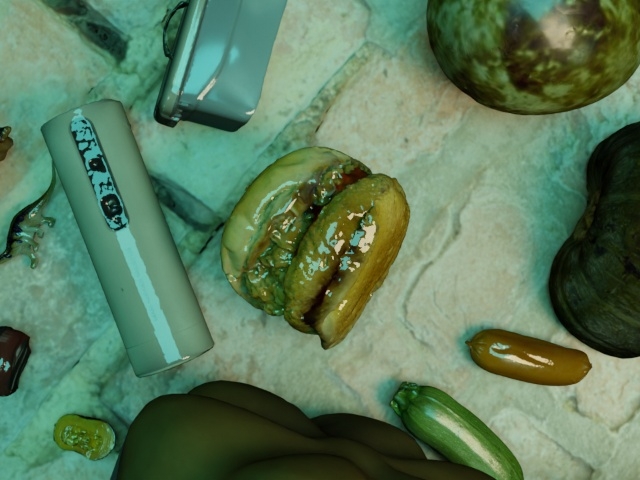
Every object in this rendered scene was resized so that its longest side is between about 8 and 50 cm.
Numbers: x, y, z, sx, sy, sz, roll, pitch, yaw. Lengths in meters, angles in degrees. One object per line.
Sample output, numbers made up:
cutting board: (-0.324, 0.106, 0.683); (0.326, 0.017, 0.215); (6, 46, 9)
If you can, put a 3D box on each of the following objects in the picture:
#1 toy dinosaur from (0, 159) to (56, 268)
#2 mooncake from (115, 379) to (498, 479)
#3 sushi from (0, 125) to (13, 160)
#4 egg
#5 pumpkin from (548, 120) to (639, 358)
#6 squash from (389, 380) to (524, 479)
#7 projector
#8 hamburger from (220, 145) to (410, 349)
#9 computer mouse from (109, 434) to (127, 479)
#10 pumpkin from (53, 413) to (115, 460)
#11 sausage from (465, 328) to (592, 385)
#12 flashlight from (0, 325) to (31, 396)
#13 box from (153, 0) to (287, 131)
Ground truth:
toy dinosaur: (-0.367, -0.012, 1.052); (0.058, 0.037, 0.180); (33, 86, -8)
mooncake: (-0.001, 0.329, 0.866); (0.467, 0.467, 0.262); (20, 87, -5)
sushi: (-0.496, -0.114, 0.976); (0.204, 0.213, 0.200); (42, 62, -16)
egg: (0.273, -0.270, 1.023); (0.289, 0.238, 0.238); (16, 86, -14)
pumpkin: (0.448, 0.003, 1.039); (0.242, 0.232, 0.325); (16, 90, -7)
squash: (0.184, 0.263, 1.078); (0.219, 0.068, 0.077); (40, 118, -2)
projector: (-0.238, -0.002, 1.029); (0.108, 0.108, 0.338); (-21, 90, -6)
hamburger: (0.000, 0.000, 1.001); (0.163, 0.244, 0.244); (27, 85, 17)
computer mouse: (-0.213, 0.336, 1.044); (0.120, 0.057, 0.232); (19, 87, -5)
pumpkin: (-0.298, 0.247, 1.053); (0.083, 0.028, 0.050); (18, 85, 4)
sausage: (0.279, 0.160, 1.100); (0.183, 0.054, 0.062); (16, 115, -7)
flashlight: (-0.481, 0.129, 1.010); (0.231, 0.093, 0.093); (11, 87, -2)
box: (-0.130, -0.245, 1.026); (0.130, 0.162, 0.227); (17, 86, -15)
